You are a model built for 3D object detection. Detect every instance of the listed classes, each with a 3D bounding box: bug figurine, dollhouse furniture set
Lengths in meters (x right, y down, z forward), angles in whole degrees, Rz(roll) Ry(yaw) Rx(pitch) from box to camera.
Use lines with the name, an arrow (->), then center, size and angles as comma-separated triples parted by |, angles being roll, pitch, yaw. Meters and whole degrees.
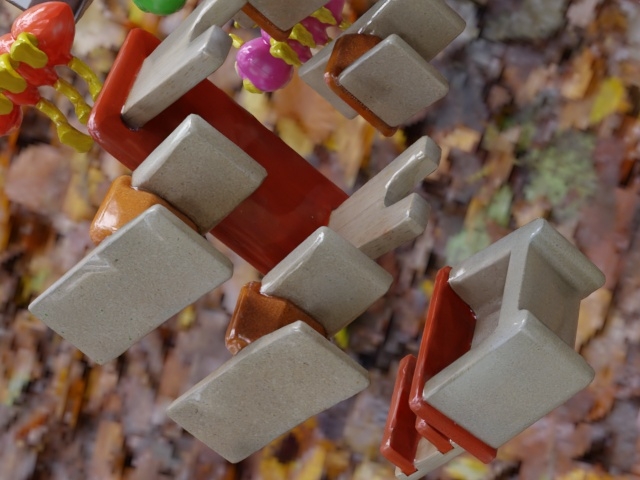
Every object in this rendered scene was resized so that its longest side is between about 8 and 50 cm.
bug figurine -> -0.082, -0.098, 0.947 | 0.216, 0.279, 0.072 | -46, 55, 10
dollhouse furniture set -> 0.000, 0.000, 0.769 | 0.135, 0.259, 0.262 | -36, 24, 37

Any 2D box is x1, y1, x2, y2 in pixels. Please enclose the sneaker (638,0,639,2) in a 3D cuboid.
sneaker -> 0.252, -0.187, 1.119 | 0.082, 0.209, 0.069 | -20, 70, 16

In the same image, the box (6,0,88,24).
box -> -0.199, -0.294, 1.279 | 0.191, 0.143, 0.381 | -59, 12, 9
